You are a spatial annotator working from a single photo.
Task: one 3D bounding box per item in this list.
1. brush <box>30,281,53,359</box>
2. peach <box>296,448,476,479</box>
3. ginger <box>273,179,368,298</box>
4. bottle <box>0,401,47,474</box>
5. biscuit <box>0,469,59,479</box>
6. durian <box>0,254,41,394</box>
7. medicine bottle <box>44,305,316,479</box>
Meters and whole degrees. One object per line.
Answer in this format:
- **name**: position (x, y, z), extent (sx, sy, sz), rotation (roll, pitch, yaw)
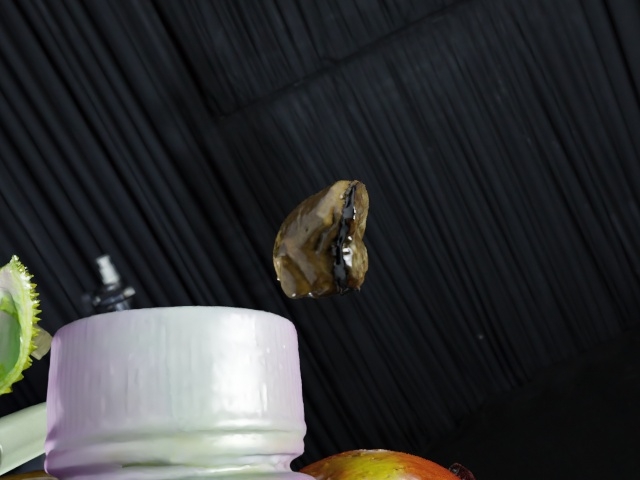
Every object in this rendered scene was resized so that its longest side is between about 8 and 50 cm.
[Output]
- **brush**: position (-0.358, 0.116, 0.886), extent (0.071, 0.084, 0.301), rotation (-10, 164, -21)
- **peach**: position (0.077, 0.459, 1.063), extent (0.339, 0.353, 0.416), rotation (-62, 160, 0)
- **ginger**: position (0.001, -0.002, 1.657), extent (0.223, 0.269, 0.200), rotation (0, -160, 19)
- **bottle**: position (-0.423, 0.275, 1.030), extent (0.072, 0.072, 0.201), rotation (-25, 176, 4)
- **biscuit**: position (-0.241, 0.351, 0.696), extent (0.318, 0.317, 0.040), rotation (-26, -159, 2)
- **durian**: position (-0.334, 0.103, 0.675), extent (0.215, 0.100, 0.086), rotation (-41, -144, -3)
- **medicine bottle**: position (-0.102, 0.256, 0.540), extent (0.219, 0.388, 0.219), rotation (-5, 161, -2)
